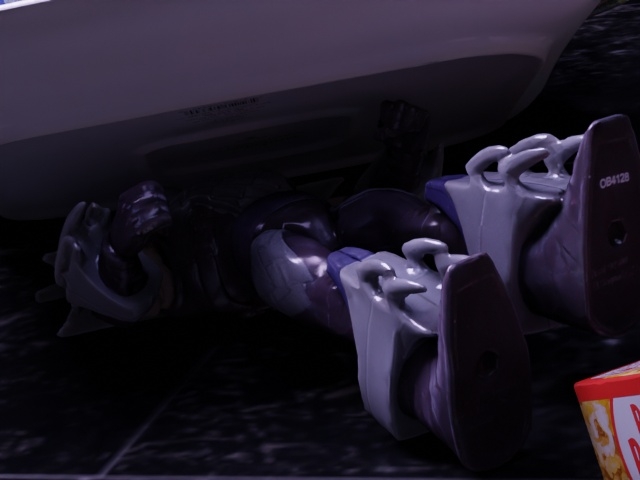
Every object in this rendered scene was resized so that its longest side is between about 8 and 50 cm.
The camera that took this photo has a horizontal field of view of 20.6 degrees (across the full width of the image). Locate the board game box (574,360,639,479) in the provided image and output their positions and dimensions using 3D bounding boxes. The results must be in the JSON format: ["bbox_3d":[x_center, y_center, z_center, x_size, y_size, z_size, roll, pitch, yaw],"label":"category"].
[{"bbox_3d":[0.180,0.033,0.493,0.147,0.045,0.193,-17,-3,-19],"label":"board game box"}]

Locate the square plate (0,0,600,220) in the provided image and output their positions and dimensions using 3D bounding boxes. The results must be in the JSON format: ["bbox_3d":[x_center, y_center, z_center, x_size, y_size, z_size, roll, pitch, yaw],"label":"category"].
[{"bbox_3d":[-0.040,-0.065,0.824,0.347,0.049,0.344,-11,-5,-1],"label":"square plate"}]

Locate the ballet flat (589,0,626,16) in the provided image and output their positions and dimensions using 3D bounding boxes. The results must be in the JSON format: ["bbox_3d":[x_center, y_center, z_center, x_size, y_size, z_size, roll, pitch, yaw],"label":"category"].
[{"bbox_3d":[0.166,-0.174,0.958,0.221,0.077,0.079,-37,-7,-14],"label":"ballet flat"}]

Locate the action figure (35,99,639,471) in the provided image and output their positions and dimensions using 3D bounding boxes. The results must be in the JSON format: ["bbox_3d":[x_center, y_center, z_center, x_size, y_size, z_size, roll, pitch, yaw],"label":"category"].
[{"bbox_3d":[0.000,0.000,0.709,0.185,0.099,0.285,-28,23,-30],"label":"action figure"}]

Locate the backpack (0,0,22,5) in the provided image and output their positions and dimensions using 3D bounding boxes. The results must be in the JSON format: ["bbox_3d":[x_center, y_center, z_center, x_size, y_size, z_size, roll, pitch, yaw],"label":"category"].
[{"bbox_3d":[-0.247,-0.187,1.140,0.355,0.290,0.273,14,38,36],"label":"backpack"}]
